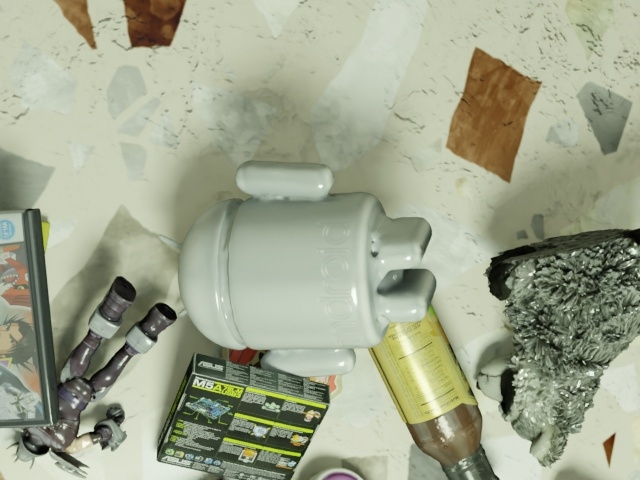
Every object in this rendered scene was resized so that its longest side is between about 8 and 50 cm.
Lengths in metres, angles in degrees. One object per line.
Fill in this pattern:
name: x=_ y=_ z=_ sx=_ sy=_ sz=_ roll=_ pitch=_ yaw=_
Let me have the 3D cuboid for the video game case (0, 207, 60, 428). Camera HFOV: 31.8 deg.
video game case: x=-0.464 y=0.103 z=1.416 sx=0.248 sy=0.035 sz=0.275 roll=-4 pitch=96 yaw=7

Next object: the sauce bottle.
sauce bottle: x=0.158 y=0.220 z=1.586 sx=0.111 sy=0.111 sz=0.345 roll=-27 pitch=98 yaw=-13

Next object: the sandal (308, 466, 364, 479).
sandal: x=0.119 y=0.487 z=1.517 sx=0.416 sy=0.102 sz=0.169 roll=51 pitch=46 yaw=3

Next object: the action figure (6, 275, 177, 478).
action figure: x=-0.312 y=0.187 z=1.477 sx=0.185 sy=0.099 sz=0.285 roll=38 pitch=94 yaw=-17

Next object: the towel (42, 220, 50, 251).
towel: x=-0.482 y=0.001 z=1.475 sx=0.237 sy=0.021 sz=0.102 roll=12 pitch=92 yaw=-14

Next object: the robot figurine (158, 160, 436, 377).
robot figurine: x=-0.032 y=0.040 z=1.451 sx=0.353 sy=0.200 sz=0.300 roll=-3 pitch=105 yaw=15

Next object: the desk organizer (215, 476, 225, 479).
desk organizer: x=-0.160 y=0.381 z=1.499 sx=0.050 sy=0.047 sz=0.130 roll=56 pitch=37 yaw=-11

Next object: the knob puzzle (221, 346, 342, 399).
knob puzzle: x=-0.051 y=0.170 z=1.573 sx=0.213 sy=0.030 sz=0.213 roll=0 pitch=90 yaw=-14

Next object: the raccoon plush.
raccoon plush: x=0.407 y=0.142 z=1.515 sx=0.216 sy=0.446 sz=0.299 roll=-17 pitch=95 yaw=-46

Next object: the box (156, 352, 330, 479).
box: x=-0.105 y=0.245 z=1.499 sx=0.190 sy=0.045 sz=0.184 roll=15 pitch=124 yaw=-13
